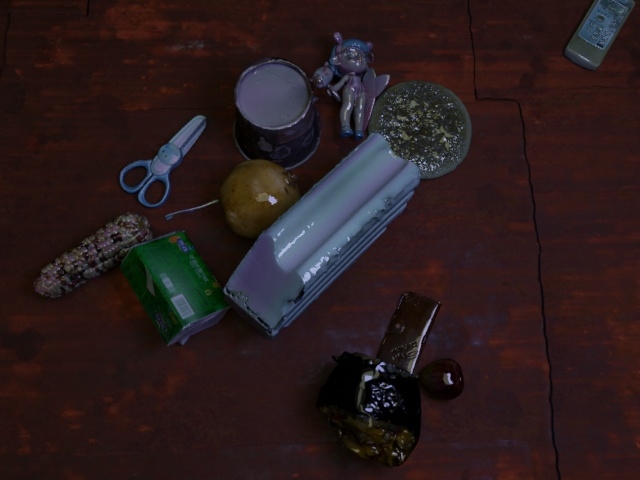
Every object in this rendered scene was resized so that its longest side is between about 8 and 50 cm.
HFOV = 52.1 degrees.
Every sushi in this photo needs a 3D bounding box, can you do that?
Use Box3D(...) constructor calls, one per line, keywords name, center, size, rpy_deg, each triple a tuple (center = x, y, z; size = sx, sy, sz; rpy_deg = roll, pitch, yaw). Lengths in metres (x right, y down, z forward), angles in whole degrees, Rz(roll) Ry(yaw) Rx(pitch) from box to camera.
Box3D(name="sushi", center=(0.099, 0.347, 1.357), size=(0.213, 0.200, 0.204), rpy_deg=(22, 77, -11))

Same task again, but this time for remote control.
Box3D(name="remote control", center=(0.718, -0.547, 1.686), size=(0.098, 0.038, 0.233), rpy_deg=(32, 76, 5))

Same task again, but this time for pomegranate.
Box3D(name="pomegranate", center=(-0.126, -0.098, 1.465), size=(0.196, 0.196, 0.196), rpy_deg=(1, 76, -2))

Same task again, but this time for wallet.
Box3D(name="wallet", center=(0.199, 0.204, 1.470), size=(0.095, 0.026, 0.176), rpy_deg=(19, 76, 23))

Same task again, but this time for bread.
Box3D(name="bread", center=(0.243, -0.275, 1.596), size=(0.267, 0.040, 0.266), rpy_deg=(0, 76, -2))

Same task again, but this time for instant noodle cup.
Box3D(name="instant noodle cup", center=(-0.102, -0.292, 1.500), size=(0.218, 0.207, 0.217), rpy_deg=(0, 76, -1))

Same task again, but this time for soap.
Box3D(name="soap", center=(0.000, 0.000, 1.394), size=(0.156, 0.261, 0.446), rpy_deg=(43, 70, 9))

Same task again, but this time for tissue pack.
Box3D(name="tissue pack", center=(-0.325, 0.113, 1.432), size=(0.148, 0.156, 0.209), rpy_deg=(-24, 74, -45))

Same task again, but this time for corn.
Box3D(name="corn", center=(-0.505, 0.035, 1.467), size=(0.281, 0.092, 0.092), rpy_deg=(-34, 80, -5))

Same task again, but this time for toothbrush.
Box3D(name="toothbrush", center=(-0.300, -0.074, 1.537), size=(0.131, 0.011, 0.013), rpy_deg=(-19, 65, -7))

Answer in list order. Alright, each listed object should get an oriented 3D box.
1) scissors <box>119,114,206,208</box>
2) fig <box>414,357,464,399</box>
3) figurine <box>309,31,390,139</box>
Box3D(name="scissors", center=(-0.359, -0.198, 1.554), size=(0.125, 0.030, 0.256), rpy_deg=(37, 80, 7))
Box3D(name="fig", center=(0.249, 0.304, 1.441), size=(0.125, 0.089, 0.088), rpy_deg=(-4, 74, 29))
Box3D(name="figurine", center=(0.053, -0.369, 1.573), size=(0.205, 0.103, 0.260), rpy_deg=(4, 78, -21))
